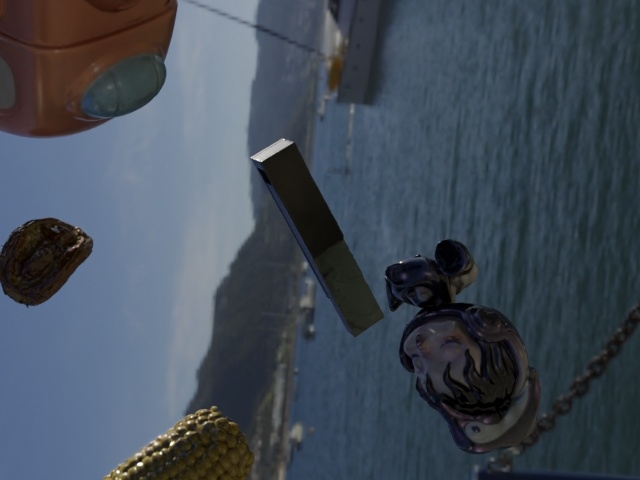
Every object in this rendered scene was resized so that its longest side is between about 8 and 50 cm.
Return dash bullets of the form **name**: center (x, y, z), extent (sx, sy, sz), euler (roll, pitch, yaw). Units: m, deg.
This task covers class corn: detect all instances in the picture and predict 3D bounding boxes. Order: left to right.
- **corn**: center (-0.249, 0.364, 1.167), extent (0.387, 0.144, 0.144), euler (-38, -21, -22)

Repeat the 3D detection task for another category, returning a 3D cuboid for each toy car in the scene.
- **toy car**: center (-0.194, -0.187, 0.658), extent (0.180, 0.212, 0.270), euler (-35, -29, -43)

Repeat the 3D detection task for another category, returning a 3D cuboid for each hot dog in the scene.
- **hot dog**: center (-0.211, 0.012, 0.735), extent (0.083, 0.058, 0.035), euler (-61, -8, -47)

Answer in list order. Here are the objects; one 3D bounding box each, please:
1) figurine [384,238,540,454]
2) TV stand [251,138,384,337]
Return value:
- **figurine**: center (0.154, 0.118, 1.024), extent (0.145, 0.145, 0.222), euler (100, 153, -77)
- **TV stand**: center (0.000, 0.000, 1.146), extent (0.256, 0.049, 0.040), euler (61, 167, -22)
